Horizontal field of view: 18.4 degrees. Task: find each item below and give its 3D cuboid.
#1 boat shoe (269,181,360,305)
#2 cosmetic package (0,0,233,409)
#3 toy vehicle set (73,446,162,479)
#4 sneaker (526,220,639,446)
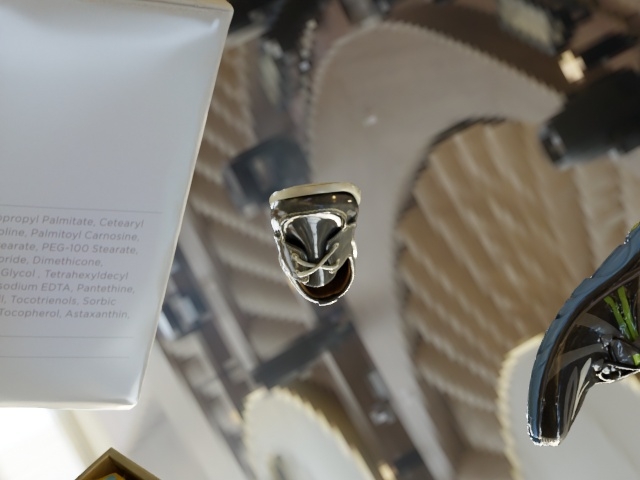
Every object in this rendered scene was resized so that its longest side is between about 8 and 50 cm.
[{"bbox_3d":[0.000,0.000,1.802,0.233,0.084,0.079,85,-3,-75],"label":"boat shoe"},{"bbox_3d":[-0.320,-0.094,1.763,0.329,0.327,0.394,46,-54,54],"label":"cosmetic package"},{"bbox_3d":[-0.146,0.257,1.447,0.267,0.166,0.035,22,-31,54],"label":"toy vehicle set"},{"bbox_3d":[0.196,0.056,1.248,0.078,0.188,0.067,37,-14,20],"label":"sneaker"}]
